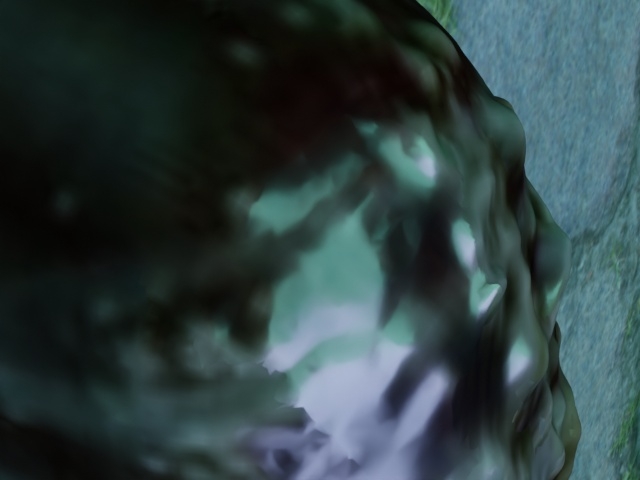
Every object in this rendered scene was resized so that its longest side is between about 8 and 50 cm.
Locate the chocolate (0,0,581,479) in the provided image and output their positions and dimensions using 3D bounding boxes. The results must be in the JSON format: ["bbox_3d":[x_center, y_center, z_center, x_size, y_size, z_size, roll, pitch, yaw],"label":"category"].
[{"bbox_3d":[-0.020,0.040,0.464,0.225,0.210,0.340,-41,135,-37],"label":"chocolate"}]
